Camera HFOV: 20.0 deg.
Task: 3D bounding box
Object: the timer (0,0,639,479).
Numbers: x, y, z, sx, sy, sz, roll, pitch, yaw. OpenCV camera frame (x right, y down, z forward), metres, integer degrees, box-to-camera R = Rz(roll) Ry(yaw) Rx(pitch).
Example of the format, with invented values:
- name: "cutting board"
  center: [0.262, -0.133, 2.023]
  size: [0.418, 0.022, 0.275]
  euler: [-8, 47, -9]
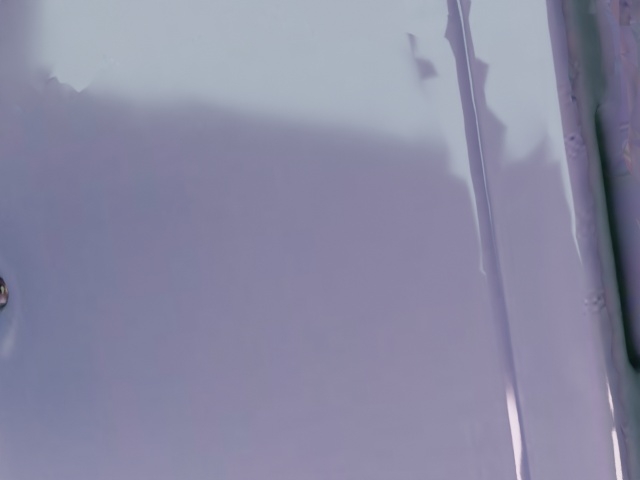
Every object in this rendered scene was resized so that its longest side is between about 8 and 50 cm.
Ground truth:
- name: "timer"
  center: [0.000, 0.000, 0.632]
  size: [0.395, 0.173, 0.395]
  euler: [11, 107, 40]
